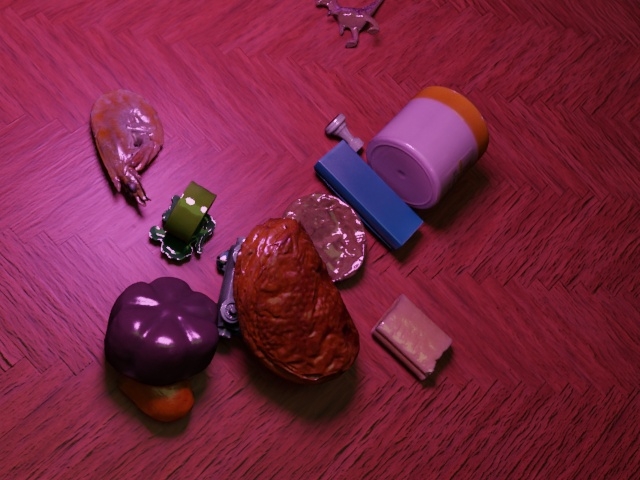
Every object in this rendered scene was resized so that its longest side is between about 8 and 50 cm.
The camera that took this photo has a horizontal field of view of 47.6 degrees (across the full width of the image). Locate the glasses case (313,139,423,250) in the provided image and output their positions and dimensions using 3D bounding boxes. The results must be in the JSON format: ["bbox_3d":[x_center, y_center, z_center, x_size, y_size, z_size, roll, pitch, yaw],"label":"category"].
[{"bbox_3d":[0.118,-0.111,1.860,0.301,0.070,0.117,47,53,0],"label":"glasses case"}]

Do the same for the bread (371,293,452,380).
[{"bbox_3d":[0.227,0.234,1.786,0.178,0.060,0.139,41,65,-1],"label":"bread"}]

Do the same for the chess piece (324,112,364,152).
[{"bbox_3d":[0.066,-0.278,1.909,0.103,0.067,0.067,44,65,-10],"label":"chess piece"}]

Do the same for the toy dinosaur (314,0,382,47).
[{"bbox_3d":[0.114,-0.645,2.044,0.251,0.072,0.200,-11,65,-11],"label":"toy dinosaur"}]

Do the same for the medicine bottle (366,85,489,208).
[{"bbox_3d":[0.273,-0.236,1.864,0.238,0.238,0.232,44,67,0],"label":"medicine bottle"}]

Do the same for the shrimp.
[{"bbox_3d":[-0.441,-0.223,1.720,0.168,0.077,0.317,-15,74,-24],"label":"shrimp"}]

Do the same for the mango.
[{"bbox_3d":[-0.347,0.319,1.562,0.165,0.089,0.115,43,74,3],"label":"mango"}]

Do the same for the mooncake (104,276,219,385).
[{"bbox_3d":[-0.335,0.189,1.545,0.245,0.133,0.245,15,36,-11],"label":"mooncake"}]

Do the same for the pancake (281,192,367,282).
[{"bbox_3d":[0.000,0.000,1.801,0.241,0.050,0.242,3,69,-7],"label":"pancake"}]

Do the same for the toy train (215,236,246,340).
[{"bbox_3d":[-0.171,0.120,1.687,0.159,0.101,0.248,22,66,-27],"label":"toy train"}]

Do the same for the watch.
[{"bbox_3d":[-0.302,-0.044,1.661,0.131,0.152,0.165,34,64,-8],"label":"watch"}]

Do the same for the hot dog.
[{"bbox_3d":[-0.061,0.136,1.619,0.267,0.174,0.388,-46,116,-49],"label":"hot dog"}]
